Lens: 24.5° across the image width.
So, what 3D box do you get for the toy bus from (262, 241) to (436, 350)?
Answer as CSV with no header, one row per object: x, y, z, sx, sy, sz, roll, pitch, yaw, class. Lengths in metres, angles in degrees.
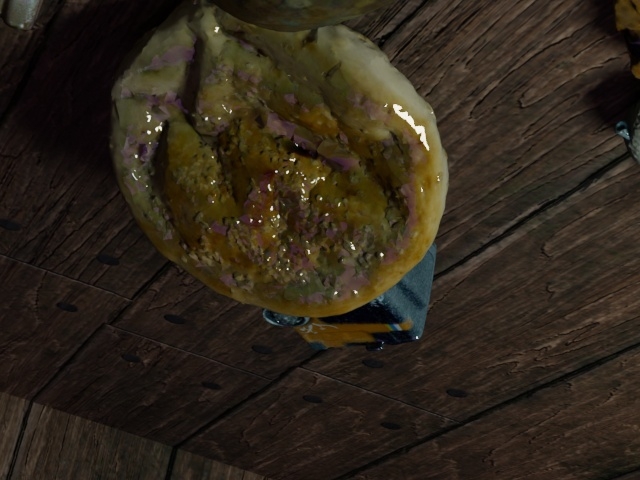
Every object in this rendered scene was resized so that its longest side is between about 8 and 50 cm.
0.000,0.000,1.789,0.194,0.161,0.323,-6,148,29,toy bus

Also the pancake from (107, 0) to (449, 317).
-0.051,-0.081,1.539,0.387,0.082,0.386,8,121,14,pancake

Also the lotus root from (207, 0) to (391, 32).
-0.048,-0.276,1.251,0.267,0.149,0.260,28,150,-24,lotus root

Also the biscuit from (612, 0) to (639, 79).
0.393,-0.201,1.273,0.296,0.075,0.296,15,154,8,biscuit

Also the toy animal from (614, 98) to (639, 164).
0.353,-0.083,1.536,0.070,0.079,0.253,26,160,26,toy animal

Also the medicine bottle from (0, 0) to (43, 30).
-0.398,-0.307,1.338,0.322,0.151,0.151,18,155,-11,medicine bottle
